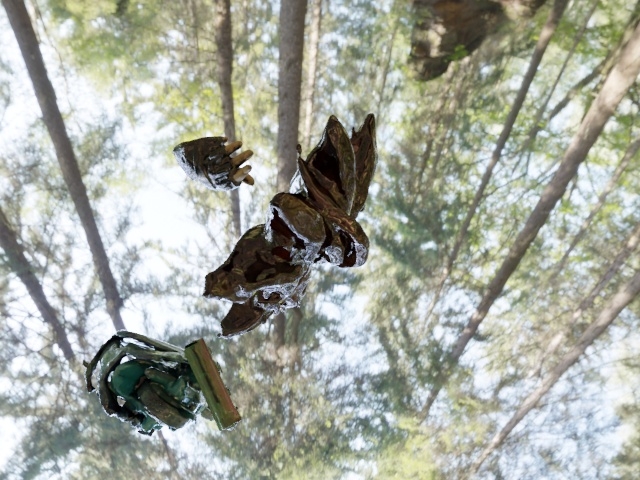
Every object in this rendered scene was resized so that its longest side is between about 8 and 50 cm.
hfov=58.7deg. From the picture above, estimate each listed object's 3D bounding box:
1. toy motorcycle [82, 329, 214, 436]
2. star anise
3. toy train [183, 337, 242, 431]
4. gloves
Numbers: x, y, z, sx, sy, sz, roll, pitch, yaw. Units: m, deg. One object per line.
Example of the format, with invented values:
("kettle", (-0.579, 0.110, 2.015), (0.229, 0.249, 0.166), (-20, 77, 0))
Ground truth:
("toy motorcycle", (-0.266, 0.229, 0.928), (0.206, 0.260, 0.154), (37, -99, 11))
("star anise", (0.000, 0.000, 0.551), (0.102, 0.272, 0.272), (34, -125, 13))
("toy train", (-0.162, 0.216, 0.861), (0.038, 0.071, 0.148), (-25, -102, -12))
("gloves", (-0.235, -0.178, 1.331), (0.203, 0.164, 0.124), (18, -105, 49))
